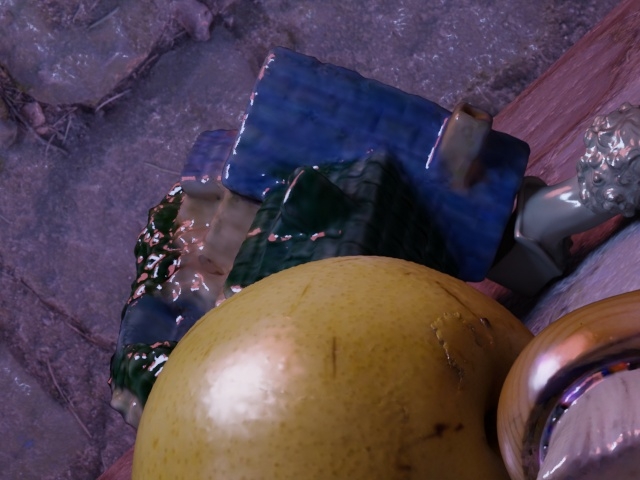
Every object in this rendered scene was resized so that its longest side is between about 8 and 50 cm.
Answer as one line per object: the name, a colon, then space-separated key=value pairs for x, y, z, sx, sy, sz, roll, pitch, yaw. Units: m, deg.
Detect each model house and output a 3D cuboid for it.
model house: x=0.000 y=0.000 z=1.932 sx=0.445 sy=0.395 sz=0.400 roll=-70 pitch=6 yaw=-53

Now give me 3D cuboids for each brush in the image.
brush: x=0.252 y=0.122 z=1.113 sx=0.266 sy=0.174 sz=0.166 roll=-27 pitch=23 yaw=2

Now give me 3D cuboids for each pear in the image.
pear: x=0.027 y=0.177 z=1.311 sx=0.348 sy=0.348 sz=0.348 roll=-44 pitch=7 yaw=7

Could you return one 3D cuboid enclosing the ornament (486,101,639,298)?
ornament: x=0.294 y=-0.043 z=1.942 sx=0.285 sy=0.120 sz=0.130 roll=-43 pitch=26 yaw=27
